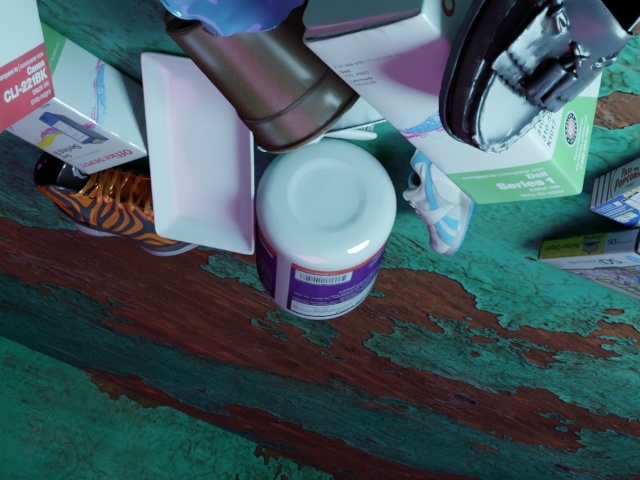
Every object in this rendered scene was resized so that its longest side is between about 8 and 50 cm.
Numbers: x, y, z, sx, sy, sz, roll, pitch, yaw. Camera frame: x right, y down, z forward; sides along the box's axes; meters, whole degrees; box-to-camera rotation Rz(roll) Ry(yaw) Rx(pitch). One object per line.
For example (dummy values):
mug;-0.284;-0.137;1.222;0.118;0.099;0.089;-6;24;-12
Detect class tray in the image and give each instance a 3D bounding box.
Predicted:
tray;-0.149;-0.111;1.361;0.145;0.030;0.270;10;125;14

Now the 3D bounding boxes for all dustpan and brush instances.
dustpan and brush;0.008;-0.128;1.206;0.211;0.060;0.147;-4;177;-44

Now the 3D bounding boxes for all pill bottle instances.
pill bottle;0.000;0.000;1.491;0.181;0.181;0.323;14;159;2

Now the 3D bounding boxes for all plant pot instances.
plant pot;-0.056;-0.203;1.073;0.167;0.167;0.165;-7;141;44

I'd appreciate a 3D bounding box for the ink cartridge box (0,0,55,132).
ink cartridge box;-0.392;-0.252;1.038;0.197;0.114;0.273;7;121;20

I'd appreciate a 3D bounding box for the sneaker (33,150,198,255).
sneaker;-0.304;-0.070;1.600;0.321;0.124;0.180;2;157;30

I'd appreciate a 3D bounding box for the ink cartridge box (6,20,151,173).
ink cartridge box;-0.332;-0.181;1.386;0.154;0.093;0.212;-9;151;45

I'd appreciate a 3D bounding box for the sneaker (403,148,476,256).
sneaker;0.158;-0.058;1.389;0.092;0.087;0.228;19;153;11

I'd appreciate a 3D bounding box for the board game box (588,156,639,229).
board game box;0.445;-0.040;1.278;0.193;0.045;0.147;22;158;-18

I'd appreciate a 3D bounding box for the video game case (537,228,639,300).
video game case;0.469;0.052;1.437;0.275;0.035;0.248;21;170;-15

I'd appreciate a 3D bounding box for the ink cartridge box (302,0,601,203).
ink cartridge box;0.129;-0.185;0.912;0.117;0.201;0.278;-3;152;39

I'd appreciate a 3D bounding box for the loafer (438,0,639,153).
loafer;0.196;-0.184;0.751;0.109;0.302;0.095;22;-163;-44

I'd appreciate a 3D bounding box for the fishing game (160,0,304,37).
fishing game;-0.074;-0.272;0.942;0.264;0.189;0.041;22;-158;-16
